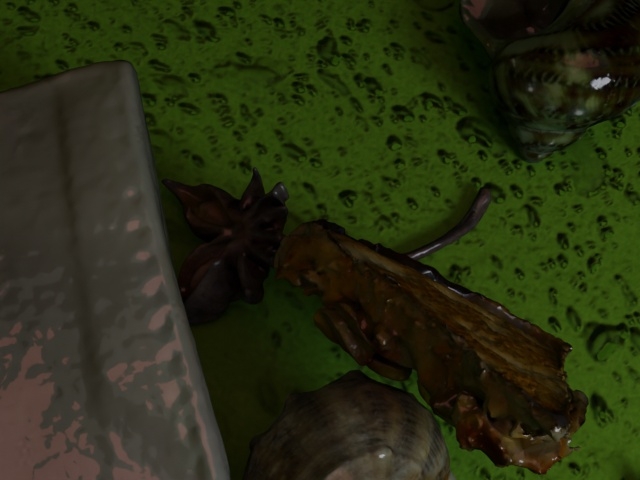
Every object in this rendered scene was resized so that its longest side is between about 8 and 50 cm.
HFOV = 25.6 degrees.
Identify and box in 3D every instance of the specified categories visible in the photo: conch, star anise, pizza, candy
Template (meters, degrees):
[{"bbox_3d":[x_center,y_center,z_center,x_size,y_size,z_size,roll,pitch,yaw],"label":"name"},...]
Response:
[{"bbox_3d":[0.201,-0.168,1.218,0.187,0.124,0.181,24,73,29],"label":"conch"},{"bbox_3d":[0.000,0.000,1.169,0.227,0.218,0.148,24,20,-40],"label":"star anise"},{"bbox_3d":[0.121,0.092,1.036,0.287,0.251,0.074,42,108,42],"label":"pizza"},{"bbox_3d":[0.031,0.226,0.992,0.210,0.159,0.291,46,27,-25],"label":"conch"},{"bbox_3d":[-0.196,0.060,1.034,0.208,0.145,0.359,-14,68,-5],"label":"candy"}]
